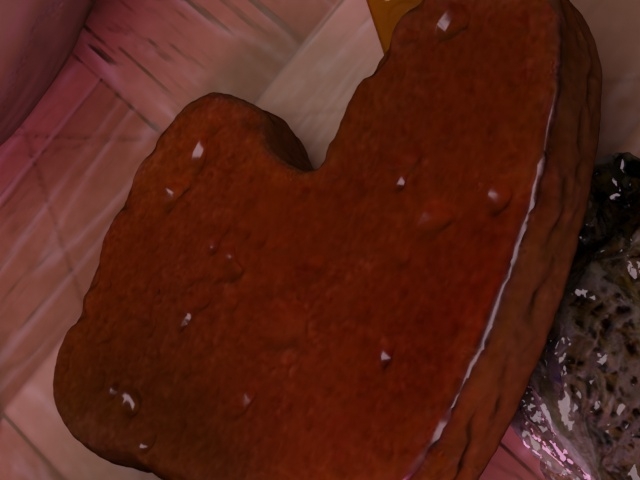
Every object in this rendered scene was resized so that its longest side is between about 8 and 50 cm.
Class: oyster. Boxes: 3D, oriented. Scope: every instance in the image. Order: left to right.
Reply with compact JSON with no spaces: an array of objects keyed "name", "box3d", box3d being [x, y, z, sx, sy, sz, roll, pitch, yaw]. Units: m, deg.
[{"name":"oyster","box3d":[0.133,0.050,0.770,0.125,0.064,0.177,20,76,11]}]

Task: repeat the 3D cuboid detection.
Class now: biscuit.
[{"name":"biscuit","box3d":[0.001,0.001,0.804,0.277,0.052,0.262,8,78,45]}]

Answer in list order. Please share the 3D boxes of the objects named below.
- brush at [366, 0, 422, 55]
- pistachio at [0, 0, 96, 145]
[{"name":"brush","box3d":[0.042,-0.111,0.866,0.103,0.013,0.272,-21,70,16]},{"name":"pistachio","box3d":[-0.215,-0.144,0.868,0.332,0.226,0.208,-43,87,20]}]
